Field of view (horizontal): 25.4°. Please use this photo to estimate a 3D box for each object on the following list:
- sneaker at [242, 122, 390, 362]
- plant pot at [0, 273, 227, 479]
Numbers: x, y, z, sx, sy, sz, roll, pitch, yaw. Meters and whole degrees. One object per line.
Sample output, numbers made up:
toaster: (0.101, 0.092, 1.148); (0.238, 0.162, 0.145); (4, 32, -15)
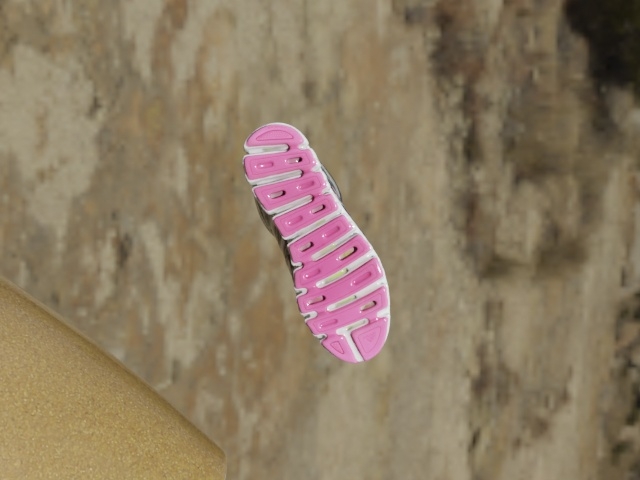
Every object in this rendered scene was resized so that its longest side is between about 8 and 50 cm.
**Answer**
sneaker: (0.000, 0.000, 0.960); (0.170, 0.063, 0.075); (63, 3, -3)
plant pot: (-0.188, 0.121, 0.757); (0.237, 0.254, 0.237); (-158, -90, -80)
